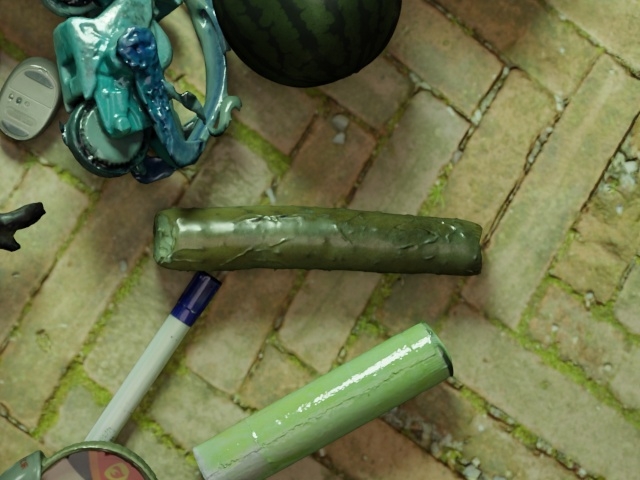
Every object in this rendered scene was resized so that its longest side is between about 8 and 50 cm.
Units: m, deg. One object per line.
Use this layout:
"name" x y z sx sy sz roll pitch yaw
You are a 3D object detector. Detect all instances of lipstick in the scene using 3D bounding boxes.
"lipstick" 0.005 0.190 1.553 0.304 0.076 0.076 -29 94 -5

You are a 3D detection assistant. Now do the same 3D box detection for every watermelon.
"watermelon" -0.017 -0.271 1.480 0.212 0.212 0.212 0 90 -7

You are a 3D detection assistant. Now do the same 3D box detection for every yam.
"yam" 0.000 0.000 1.551 0.371 0.083 0.083 1 90 -9

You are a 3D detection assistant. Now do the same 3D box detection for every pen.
"pen" -0.197 0.151 1.548 0.033 0.033 0.269 34 87 -6

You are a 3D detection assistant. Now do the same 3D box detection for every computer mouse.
"computer mouse" -0.319 -0.156 1.527 0.066 0.039 0.096 28 99 -6

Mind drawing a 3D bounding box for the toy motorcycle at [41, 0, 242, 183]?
"toy motorcycle" -0.196 -0.196 1.498 0.206 0.154 0.260 -10 86 -30

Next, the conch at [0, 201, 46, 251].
"conch" -0.437 0.030 1.438 0.186 0.241 0.313 31 63 21

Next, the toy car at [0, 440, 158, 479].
"toy car" -0.273 0.310 1.484 0.235 0.145 0.235 0 88 -7
